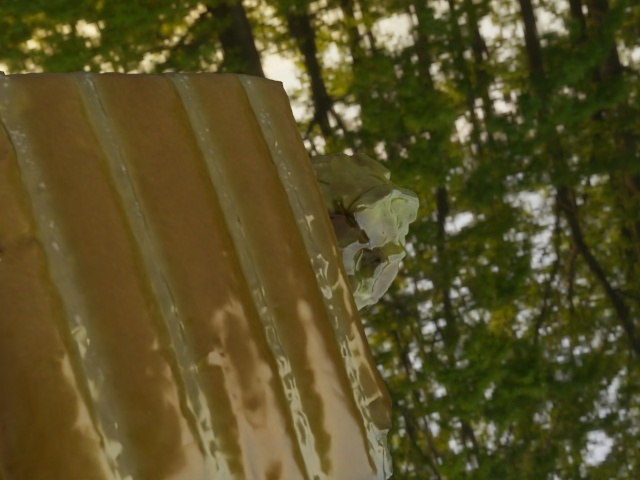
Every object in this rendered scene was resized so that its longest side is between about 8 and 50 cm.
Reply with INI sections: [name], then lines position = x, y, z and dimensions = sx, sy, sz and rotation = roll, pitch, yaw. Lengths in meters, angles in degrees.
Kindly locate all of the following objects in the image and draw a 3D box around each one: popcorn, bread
[popcorn]
position = 0.007, 0.000, 1.190
dimensions = 0.216, 0.181, 0.235
rotation = 7, -129, 50
[bread]
position = -0.088, 0.051, 0.458
dimensions = 0.111, 0.246, 0.239
rotation = -25, 172, 38
